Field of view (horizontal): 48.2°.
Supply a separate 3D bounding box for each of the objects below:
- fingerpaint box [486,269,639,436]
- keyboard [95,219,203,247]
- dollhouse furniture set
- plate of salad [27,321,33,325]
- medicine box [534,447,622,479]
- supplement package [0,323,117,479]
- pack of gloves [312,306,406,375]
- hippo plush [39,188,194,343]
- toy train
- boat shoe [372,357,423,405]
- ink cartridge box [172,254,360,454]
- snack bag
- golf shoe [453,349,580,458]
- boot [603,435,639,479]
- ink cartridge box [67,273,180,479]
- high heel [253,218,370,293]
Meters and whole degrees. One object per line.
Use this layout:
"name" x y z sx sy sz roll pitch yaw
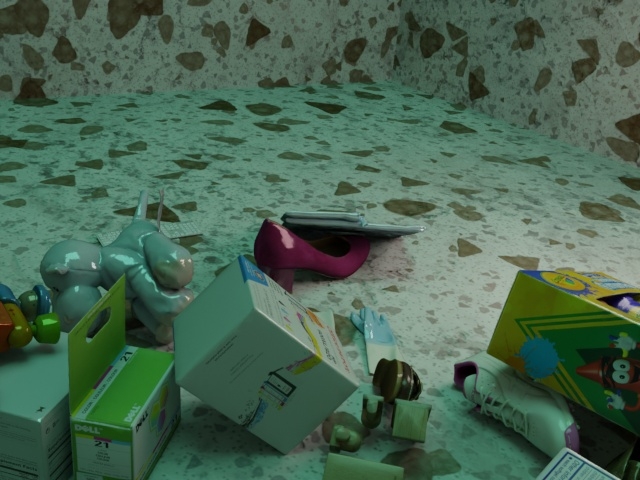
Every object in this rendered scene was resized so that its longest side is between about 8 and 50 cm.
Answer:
"fingerpaint box" 0.558 0.189 1.223 0.371 0.163 0.444 27 14 37
"keyboard" -0.426 -0.016 1.793 0.255 0.014 0.072 -10 29 -31
"dollhouse furniture set" 0.087 0.335 1.115 0.144 0.123 0.151 9 59 8
"plate of salad" -0.549 0.179 1.289 0.199 0.048 0.200 5 23 -2
"medicine box" 0.311 0.419 0.767 0.263 0.149 0.289 -31 42 -33
"supplement package" -0.467 0.235 1.065 0.261 0.145 0.204 11 25 11
"pack of gloves" 0.059 0.183 1.423 0.194 0.046 0.232 2 24 -11
"hippo plush" -0.379 0.062 1.309 0.236 0.295 0.234 -9 7 -31
"toy train" -0.436 0.132 1.018 0.143 0.105 0.248 3 21 -40
"boat shoe" 0.139 0.240 1.213 0.073 0.073 0.207 23 0 -1
"ink cartridge box" -0.089 0.179 1.125 0.232 0.168 0.171 41 11 -28
"snack bag" 0.073 -0.041 1.775 0.342 0.037 0.323 4 -2 -4
"golf shoe" 0.325 0.280 1.213 0.140 0.115 0.306 -7 18 -8
"boot" 0.413 0.368 1.012 0.112 0.115 0.305 28 34 32
"ink cartridge box" -0.278 0.207 1.036 0.096 0.255 0.189 9 25 7
"high heel" 0.000 0.000 1.647 0.127 0.181 0.377 22 29 32
